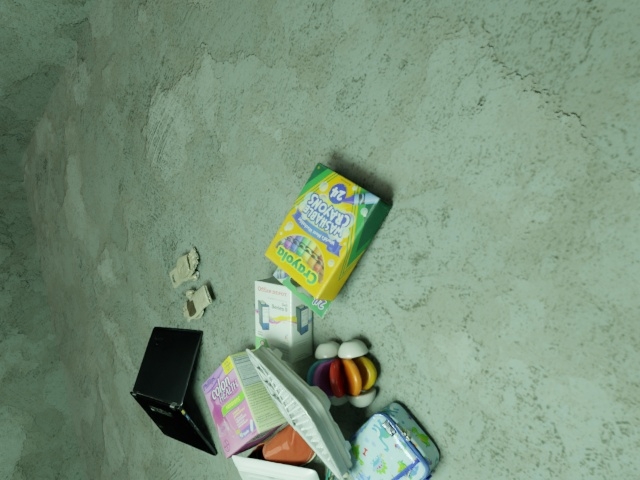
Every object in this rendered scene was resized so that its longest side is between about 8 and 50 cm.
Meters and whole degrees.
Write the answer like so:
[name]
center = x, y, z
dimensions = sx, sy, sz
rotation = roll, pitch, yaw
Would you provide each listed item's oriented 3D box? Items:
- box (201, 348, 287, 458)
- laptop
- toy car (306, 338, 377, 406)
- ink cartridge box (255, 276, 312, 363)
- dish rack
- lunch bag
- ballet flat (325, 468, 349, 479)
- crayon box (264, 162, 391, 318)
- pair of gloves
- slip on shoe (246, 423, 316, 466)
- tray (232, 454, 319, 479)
[box]
center = -0.241, 0.503, 1.266
dimensions = 0.213, 0.117, 0.243
rotation = -48, 58, 33
[laptop]
center = -0.552, 0.585, 1.622
dimensions = 0.381, 0.236, 0.408
rotation = -7, 118, 41
[toy car]
center = 0.042, 0.338, 1.009
dimensions = 0.181, 0.136, 0.159
rotation = -16, 84, 40
[ink cartridge box]
center = -0.105, 0.218, 1.154
dimensions = 0.154, 0.093, 0.213
rotation = 5, 96, 40
[dish rack]
center = -0.047, 0.408, 1.011
dimensions = 0.332, 0.072, 0.286
rotation = 22, 138, 54
[lunch bag]
center = 0.160, 0.509, 0.959
dimensions = 0.176, 0.090, 0.219
rotation = 48, 123, 23
[ballet flat]
center = 0.045, 0.631, 1.091
dimensions = 0.070, 0.070, 0.189
rotation = 26, 114, 36
[crayon box]
center = 0.000, 0.000, 0.993
dimensions = 0.203, 0.083, 0.323
rotation = 36, 100, 32
[pair of gloves]
center = -0.474, 0.170, 1.500
dimensions = 0.204, 0.042, 0.240
rotation = -45, 64, 38
[slip on shoe]
center = -0.113, 0.618, 1.194
dimensions = 0.331, 0.101, 0.123
rotation = -42, 66, 33
[tray]
center = -0.125, 0.691, 1.166
dimensions = 0.270, 0.030, 0.145
rotation = -2, 119, 21
